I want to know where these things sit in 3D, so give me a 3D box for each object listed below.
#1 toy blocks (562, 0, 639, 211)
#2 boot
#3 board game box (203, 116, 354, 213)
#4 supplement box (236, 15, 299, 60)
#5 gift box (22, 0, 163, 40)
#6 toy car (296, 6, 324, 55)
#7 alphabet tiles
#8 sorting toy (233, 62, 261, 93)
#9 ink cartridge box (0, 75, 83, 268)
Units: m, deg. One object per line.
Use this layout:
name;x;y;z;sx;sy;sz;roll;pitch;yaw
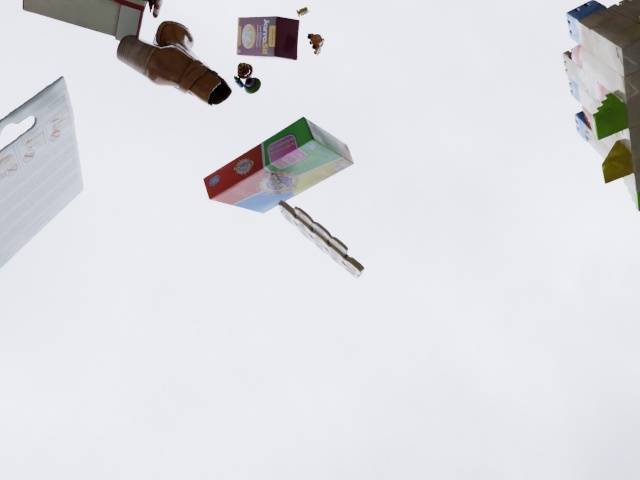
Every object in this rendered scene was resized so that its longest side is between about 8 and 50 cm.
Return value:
toy blocks;0.535;-0.279;0.863;0.191;0.260;0.381;-23;-53;15
boot;-0.296;-0.406;1.107;0.220;0.283;0.109;27;-64;-2
board game box;-0.103;-0.181;1.249;0.317;0.242;0.064;-26;-107;24
supplement box;-0.148;-0.559;1.331;0.081;0.188;0.104;-11;-65;-41
gift box;-0.457;-0.599;1.006;0.258;0.255;0.276;8;-42;-28
toy car;-0.019;-0.535;1.230;0.041;0.122;0.060;-24;-117;6
alphabet tiles;0.000;0.000;1.292;0.284;0.278;0.021;40;-99;8
sorting toy;-0.205;-0.445;1.306;0.061;0.042;0.102;-31;-115;8
ink cartridge box;-0.644;-0.136;0.995;0.091;0.385;0.308;30;-126;0
